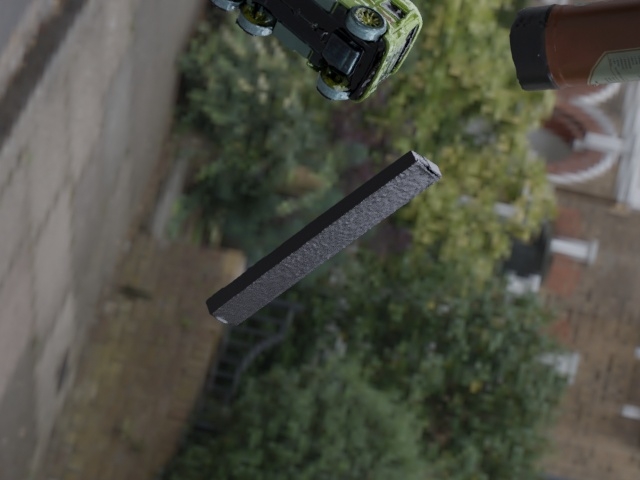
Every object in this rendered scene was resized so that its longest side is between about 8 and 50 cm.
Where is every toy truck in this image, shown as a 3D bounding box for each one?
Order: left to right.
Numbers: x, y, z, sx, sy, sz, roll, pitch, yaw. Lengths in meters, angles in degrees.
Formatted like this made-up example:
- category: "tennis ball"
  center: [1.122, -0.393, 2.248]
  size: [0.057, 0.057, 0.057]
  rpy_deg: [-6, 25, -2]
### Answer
- category: "toy truck"
  center: [0.000, -0.188, 1.195]
  size: [0.100, 0.169, 0.077]
  rpy_deg: [-36, 160, -46]

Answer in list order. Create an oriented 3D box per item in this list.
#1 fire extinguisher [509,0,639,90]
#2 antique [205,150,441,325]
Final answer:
- category: "fire extinguisher"
  center: [0.194, -0.114, 0.861]
  size: [0.062, 0.177, 0.050]
  rpy_deg: [-49, 130, -51]
- category: "antique"
  center: [0.000, 0.000, 1.093]
  size: [0.031, 0.192, 0.015]
  rpy_deg: [33, 28, -45]
